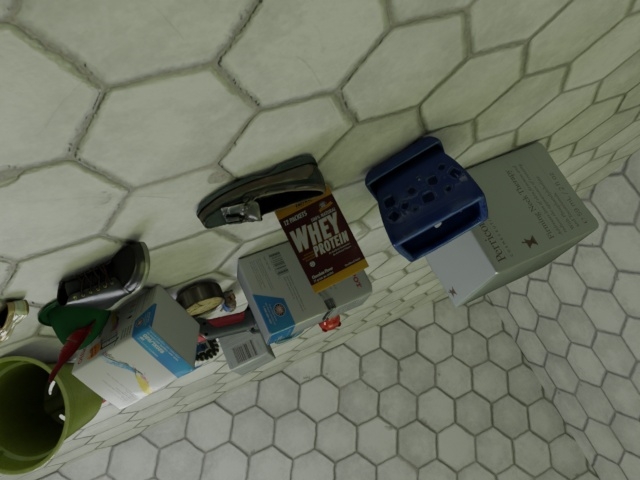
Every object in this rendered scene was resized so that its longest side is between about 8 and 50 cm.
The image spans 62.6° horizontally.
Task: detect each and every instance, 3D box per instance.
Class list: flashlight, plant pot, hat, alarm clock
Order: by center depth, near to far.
[{"bbox_3d":[-0.521,0.229,1.171,0.208,0.184,0.173,-11,155,-38],"label":"hat"},{"bbox_3d":[0.252,-0.104,1.292,0.236,0.212,0.236,-32,160,10],"label":"plant pot"},{"bbox_3d":[-0.707,0.421,1.359,0.276,0.276,0.254,-28,173,3],"label":"plant pot"},{"bbox_3d":[-0.341,0.162,1.417,0.129,0.064,0.192,-40,159,33],"label":"alarm clock"},{"bbox_3d":[-0.290,0.234,1.536,0.304,0.103,0.103,-14,126,-6],"label":"flashlight"}]

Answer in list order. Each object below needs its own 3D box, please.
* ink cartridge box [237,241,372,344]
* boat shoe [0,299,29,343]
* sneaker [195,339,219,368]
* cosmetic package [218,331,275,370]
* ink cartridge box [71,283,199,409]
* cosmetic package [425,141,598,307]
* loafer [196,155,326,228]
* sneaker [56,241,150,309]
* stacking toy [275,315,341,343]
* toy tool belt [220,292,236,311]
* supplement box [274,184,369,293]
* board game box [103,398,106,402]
[{"bbox_3d":[-0.047,0.118,1.449,0.307,0.223,0.129,-20,160,-19],"label":"ink cartridge box"},{"bbox_3d":[-0.643,0.164,1.061,0.135,0.050,0.045,-45,153,18],"label":"boat shoe"},{"bbox_3d":[-0.506,0.423,1.771,0.330,0.130,0.147,-11,152,-39],"label":"sneaker"},{"bbox_3d":[-0.275,0.397,1.967,0.151,0.151,0.184,-25,160,-5],"label":"cosmetic package"},{"bbox_3d":[-0.445,0.262,1.289,0.232,0.171,0.168,-31,120,10],"label":"ink cartridge box"},{"bbox_3d":[0.559,-0.043,1.671,0.393,0.329,0.327,-22,161,-17],"label":"cosmetic package"},{"bbox_3d":[-0.117,-0.082,1.058,0.267,0.084,0.096,-26,161,-4],"label":"loafer"},{"bbox_3d":[-0.436,0.079,1.057,0.118,0.083,0.222,4,142,-48],"label":"sneaker"},{"bbox_3d":[-0.050,0.309,2.071,0.309,0.130,0.279,-21,160,-17],"label":"stacking toy"},{"bbox_3d":[-0.282,0.191,1.590,0.051,0.052,0.083,-29,162,-22],"label":"toy tool belt"},{"bbox_3d":[0.000,0.000,1.187,0.129,0.194,0.191,-27,179,-2],"label":"supplement box"},{"bbox_3d":[-0.619,0.387,1.553,0.281,0.027,0.145,-33,117,17],"label":"board game box"}]
